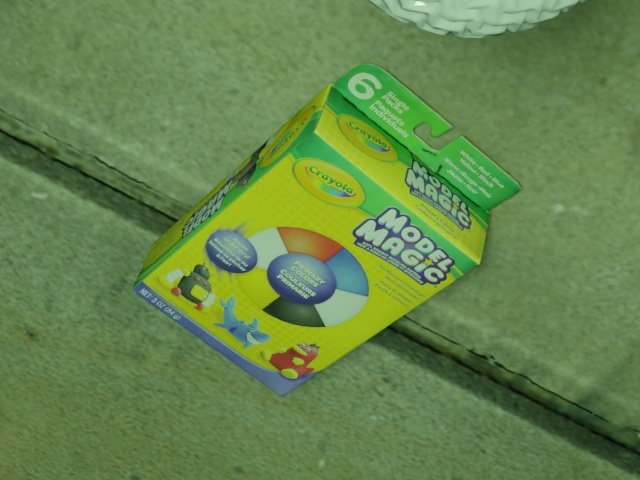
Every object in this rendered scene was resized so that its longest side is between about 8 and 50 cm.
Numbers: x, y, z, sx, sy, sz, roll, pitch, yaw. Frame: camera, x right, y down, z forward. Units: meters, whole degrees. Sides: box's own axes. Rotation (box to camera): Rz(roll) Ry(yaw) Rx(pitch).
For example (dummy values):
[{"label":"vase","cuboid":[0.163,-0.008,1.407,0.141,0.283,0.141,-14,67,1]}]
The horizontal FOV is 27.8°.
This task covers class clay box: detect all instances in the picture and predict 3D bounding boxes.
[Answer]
[{"label":"clay box","cuboid":[0.000,0.000,0.780,0.127,0.053,0.222,37,132,-17]}]

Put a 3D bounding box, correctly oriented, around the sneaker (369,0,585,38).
[{"label":"sneaker","cuboid":[0.117,-0.235,0.433,0.137,0.210,0.366,41,97,-23]}]
